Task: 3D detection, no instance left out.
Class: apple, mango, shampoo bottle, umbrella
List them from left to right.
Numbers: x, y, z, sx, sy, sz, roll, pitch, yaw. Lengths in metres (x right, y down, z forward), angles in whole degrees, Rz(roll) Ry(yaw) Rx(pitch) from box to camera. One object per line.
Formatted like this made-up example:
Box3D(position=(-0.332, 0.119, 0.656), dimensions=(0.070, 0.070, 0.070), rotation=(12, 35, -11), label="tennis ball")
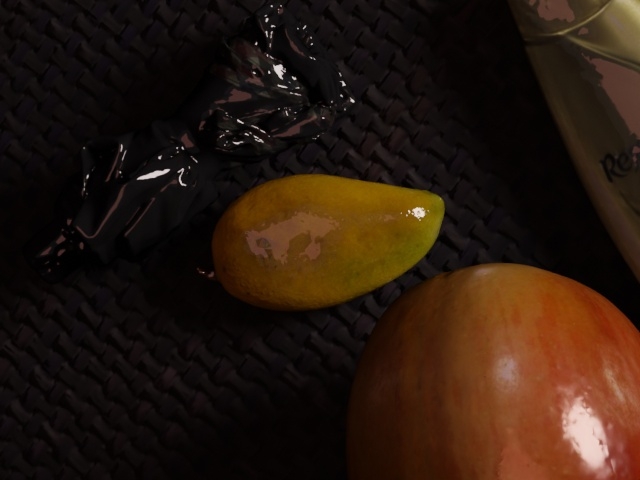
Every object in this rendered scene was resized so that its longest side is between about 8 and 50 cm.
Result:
Box3D(position=(-0.106, -0.061, 1.467), dimensions=(0.272, 0.110, 0.122), rotation=(-36, 40, 7), label="umbrella")
Box3D(position=(0.000, 0.000, 1.467), dimensions=(0.187, 0.066, 0.101), rotation=(-8, 88, 6), label="mango")
Box3D(position=(0.138, 0.140, 1.344), dimensions=(0.242, 0.242, 0.241), rotation=(-10, 71, 12), label="apple")
Box3D(position=(0.246, -0.056, 1.401), dimensions=(0.125, 0.084, 0.350), rotation=(-31, 81, 12), label="shampoo bottle")
